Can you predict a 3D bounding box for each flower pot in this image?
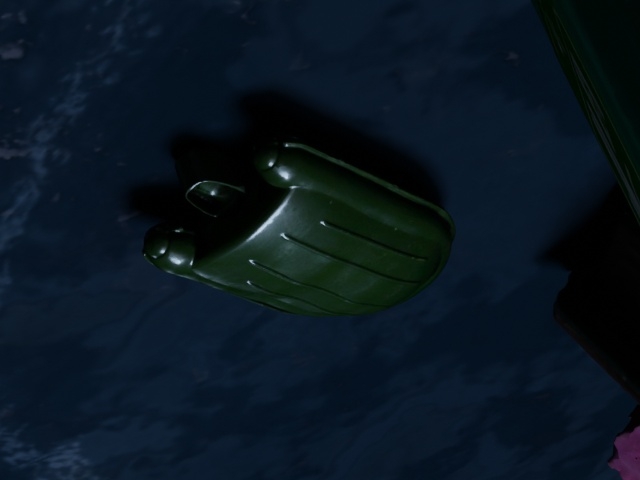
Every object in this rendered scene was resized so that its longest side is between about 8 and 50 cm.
[{"bbox_3d":[0.274,0.018,1.062,0.251,0.179,0.084,-10,122,-23],"label":"flower pot"}]

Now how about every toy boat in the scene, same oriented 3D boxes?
[{"bbox_3d":[0.000,0.000,0.932,0.104,0.052,0.210,-41,147,22],"label":"toy boat"}]

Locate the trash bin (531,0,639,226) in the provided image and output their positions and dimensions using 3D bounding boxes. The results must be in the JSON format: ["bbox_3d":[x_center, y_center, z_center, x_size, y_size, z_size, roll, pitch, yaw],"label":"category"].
[{"bbox_3d":[0.217,-0.077,0.638,0.295,0.381,0.259,-28,150,4],"label":"trash bin"}]

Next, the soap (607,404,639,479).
[{"bbox_3d":[0.326,0.091,1.173,0.289,0.182,0.112,-41,167,-47],"label":"soap"}]
